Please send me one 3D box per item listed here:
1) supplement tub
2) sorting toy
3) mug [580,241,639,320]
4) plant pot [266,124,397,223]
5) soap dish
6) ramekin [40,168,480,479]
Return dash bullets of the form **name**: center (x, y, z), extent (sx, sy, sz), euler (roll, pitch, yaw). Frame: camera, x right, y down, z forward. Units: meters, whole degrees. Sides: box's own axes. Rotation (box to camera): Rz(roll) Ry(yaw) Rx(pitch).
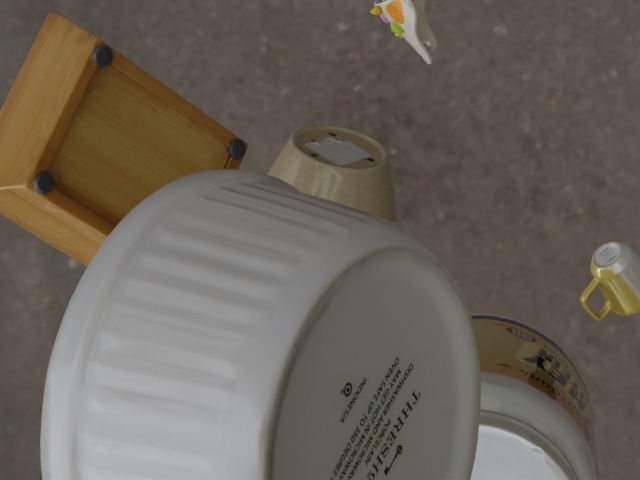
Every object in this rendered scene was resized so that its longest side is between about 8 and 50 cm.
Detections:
- **supplement tub**: center (0.145, 0.211, 1.510), extent (0.228, 0.316, 0.228), euler (2, 103, 7)
- **sorting toy**: center (0.086, -0.202, 1.508), extent (0.045, 0.083, 0.075), euler (-29, 106, 21)
- **mug**: center (0.307, 0.040, 1.662), extent (0.062, 0.078, 0.064), euler (-6, 139, 41)
- **plant pot**: center (0.000, 0.000, 2.092), extent (0.256, 0.256, 0.274), euler (30, 122, 28)
- **soap dish**: center (-0.228, -0.086, 1.820), extent (0.291, 0.229, 0.118), euler (35, 161, -37)
- **ramekin**: center (-0.017, 0.099, 0.896), extent (0.127, 0.273, 0.273), euler (6, 118, 36)
